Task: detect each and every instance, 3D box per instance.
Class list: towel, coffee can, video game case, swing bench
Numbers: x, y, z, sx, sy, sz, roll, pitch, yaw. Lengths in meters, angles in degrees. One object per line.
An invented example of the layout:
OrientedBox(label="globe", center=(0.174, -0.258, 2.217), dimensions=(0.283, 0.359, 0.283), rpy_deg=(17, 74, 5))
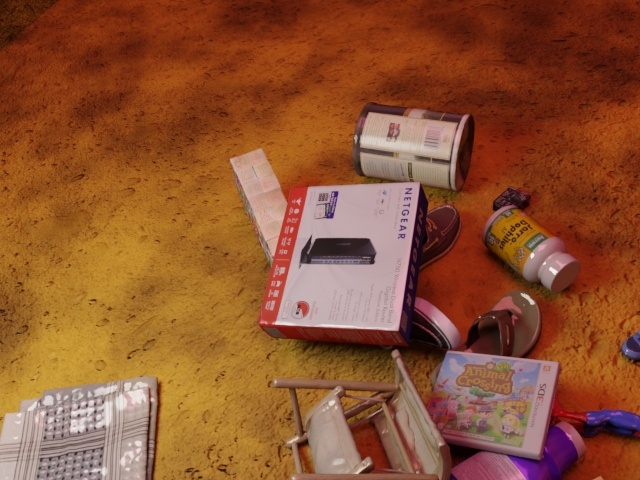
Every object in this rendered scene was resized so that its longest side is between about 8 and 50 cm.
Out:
OrientedBox(label="towel", center=(-0.480, 0.415, 1.259), dimensions=(0.312, 0.056, 0.324), rpy_deg=(-11, 43, 0))
OrientedBox(label="coffee can", center=(0.247, -0.249, 1.704), dimensions=(0.275, 0.202, 0.202), rpy_deg=(12, 48, 21))
OrientedBox(label="video game case", center=(0.302, 0.284, 1.150), dimensions=(0.212, 0.023, 0.193), rpy_deg=(1, 41, 31))
OrientedBox(label="swing bench", center=(0.067, 0.347, 1.107), dimensions=(0.254, 0.165, 0.253), rpy_deg=(-11, 26, -5))

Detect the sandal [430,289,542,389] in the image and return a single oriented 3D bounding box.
OrientedBox(label="sandal", center=(0.342, 0.204, 1.293), dimensions=(0.302, 0.086, 0.120), rpy_deg=(-39, 48, -25))

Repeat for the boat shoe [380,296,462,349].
OrientedBox(label="boat shoe", center=(0.153, 0.166, 1.344), dimensions=(0.105, 0.113, 0.306), rpy_deg=(-42, 43, -19))

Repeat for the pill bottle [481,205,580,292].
OrientedBox(label="pill bottle", center=(0.470, 0.021, 1.439), dimensions=(0.117, 0.118, 0.208), rpy_deg=(-27, 46, -16))

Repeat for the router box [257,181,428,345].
OrientedBox(label="router box", center=(0.053, 0.041, 1.341), dimensions=(0.301, 0.082, 0.336), rpy_deg=(-1, 60, 24))

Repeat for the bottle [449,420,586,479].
OrientedBox(label="bottle", center=(0.317, 0.401, 1.090), dimensions=(0.282, 0.092, 0.118), rpy_deg=(-25, 44, -15))

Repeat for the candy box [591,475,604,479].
OrientedBox(label="candy box", center=(0.453, 0.481, 1.011), dimensions=(0.109, 0.053, 0.187), rpy_deg=(-21, 43, -10))

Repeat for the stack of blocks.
OrientedBox(label="stack of blocks", center=(-0.125, -0.056, 1.594), dimensions=(0.087, 0.171, 0.297), rpy_deg=(-21, 62, -10))

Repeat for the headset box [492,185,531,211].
OrientedBox(label="headset box", center=(0.484, -0.098, 1.623), dimensions=(0.083, 0.032, 0.062), rpy_deg=(-38, 50, -27))

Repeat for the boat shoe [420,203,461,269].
OrientedBox(label="boat shoe", center=(0.232, -0.001, 1.527), dimensions=(0.109, 0.091, 0.305), rpy_deg=(31, 57, 35))

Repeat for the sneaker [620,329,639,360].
OrientedBox(label="sneaker", center=(0.658, 0.188, 1.271), dimensions=(0.144, 0.059, 0.053), rpy_deg=(-22, 47, -11))

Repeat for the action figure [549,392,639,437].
OrientedBox(label="action figure", center=(0.564, 0.296, 1.151), dimensions=(0.280, 0.091, 0.139), rpy_deg=(9, 56, 20))
